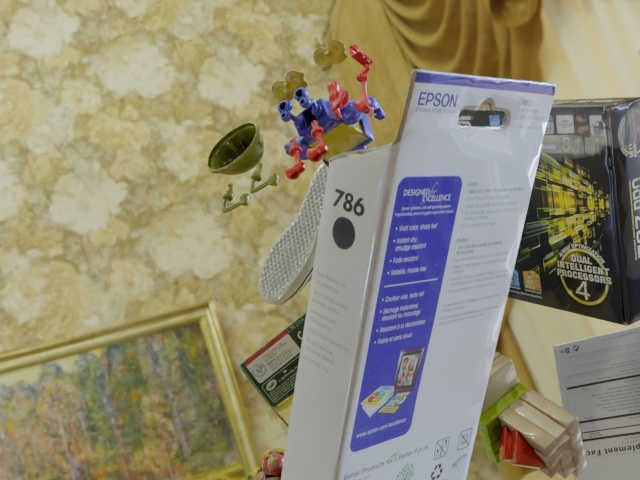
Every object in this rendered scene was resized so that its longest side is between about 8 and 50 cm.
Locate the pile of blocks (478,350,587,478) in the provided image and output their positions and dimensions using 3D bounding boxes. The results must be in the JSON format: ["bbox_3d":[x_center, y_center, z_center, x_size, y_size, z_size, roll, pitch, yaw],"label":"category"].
[{"bbox_3d":[0.196,0.207,1.124,0.113,0.362,0.149,-34,-31,-19],"label":"pile of blocks"}]

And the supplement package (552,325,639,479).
[{"bbox_3d":[0.546,0.318,1.414,0.175,0.292,0.178,-22,-27,40],"label":"supplement package"}]

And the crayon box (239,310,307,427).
[{"bbox_3d":[0.053,0.173,1.420,0.363,0.106,0.313,-38,-19,-9],"label":"crayon box"}]

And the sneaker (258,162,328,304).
[{"bbox_3d":[0.000,0.000,1.642,0.127,0.126,0.321,23,-79,-44],"label":"sneaker"}]

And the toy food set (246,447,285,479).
[{"bbox_3d":[-0.120,0.532,1.838,0.071,0.128,0.218,12,-17,-17],"label":"toy food set"}]

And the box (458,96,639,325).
[{"bbox_3d":[0.336,-0.060,1.277,0.097,0.318,0.395,-16,16,-30],"label":"box"}]

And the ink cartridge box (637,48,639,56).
[{"bbox_3d":[0.707,-0.320,1.456,0.119,0.353,0.207,-2,-27,-19],"label":"ink cartridge box"}]

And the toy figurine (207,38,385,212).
[{"bbox_3d":[-0.001,-0.165,1.458,0.363,0.191,0.217,-34,-34,24],"label":"toy figurine"}]

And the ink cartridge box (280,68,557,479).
[{"bbox_3d":[0.069,0.041,0.590,0.165,0.065,0.332,-4,-69,-42],"label":"ink cartridge box"}]
